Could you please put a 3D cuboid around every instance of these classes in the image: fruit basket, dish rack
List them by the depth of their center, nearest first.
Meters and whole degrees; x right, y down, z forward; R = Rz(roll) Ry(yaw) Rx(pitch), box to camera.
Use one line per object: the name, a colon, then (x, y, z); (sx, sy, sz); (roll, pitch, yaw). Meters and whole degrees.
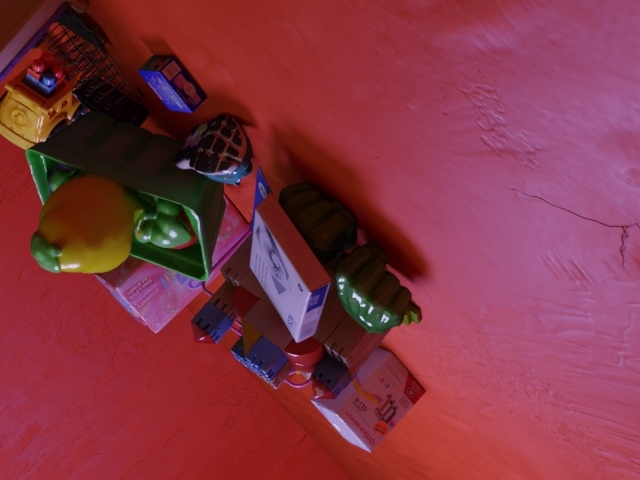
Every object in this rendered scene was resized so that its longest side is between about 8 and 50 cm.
fruit basket: (-0.388, -0.039, 1.873); (0.392, 0.392, 0.283); (38, 153, 24)
dish rack: (-0.449, -0.339, 1.954); (0.208, 0.074, 0.271); (33, 161, 35)

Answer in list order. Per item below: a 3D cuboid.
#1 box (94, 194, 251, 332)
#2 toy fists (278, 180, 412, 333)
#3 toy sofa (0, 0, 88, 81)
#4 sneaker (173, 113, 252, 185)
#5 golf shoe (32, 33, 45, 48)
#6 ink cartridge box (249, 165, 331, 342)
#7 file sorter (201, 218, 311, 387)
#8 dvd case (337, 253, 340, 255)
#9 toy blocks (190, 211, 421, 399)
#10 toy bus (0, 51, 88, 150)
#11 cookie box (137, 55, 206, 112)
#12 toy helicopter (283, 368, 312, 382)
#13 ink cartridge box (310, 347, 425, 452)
box: (-0.304, 0.031, 2.130); (0.142, 0.300, 0.154); (54, 162, -27)
toy fists: (0.036, 0.023, 1.584); (0.279, 0.096, 0.142); (51, 173, 15)
toy sofa: (-0.575, -0.324, 1.758); (0.150, 0.362, 0.177); (38, 175, 24)
sneaker: (-0.160, -0.146, 1.715); (0.110, 0.107, 0.275); (29, 176, -20)
golf shoe: (-0.672, -0.484, 2.179); (0.176, 0.069, 0.086); (50, 170, -17)
ink cartridge box: (-0.068, 0.027, 1.605); (0.224, 0.045, 0.223); (57, 161, 20)
file sorter: (-0.088, 0.143, 2.089); (0.202, 0.182, 0.290); (33, 161, 37)
dvd case: (0.000, 0.000, 1.793); (0.087, 0.013, 0.119); (44, 166, 1)
toy blocks: (-0.053, 0.135, 1.765); (0.381, 0.261, 0.191); (33, 163, 22)
toy bus: (-0.596, -0.333, 2.211); (0.149, 0.220, 0.211); (32, 134, 1)
cookie box: (-0.249, -0.262, 1.688); (0.092, 0.040, 0.107); (52, 163, -27)
toy helicopter: (0.031, 0.330, 2.386); (0.235, 0.140, 0.355); (48, 163, -22)
ink cartridge box: (0.097, 0.325, 2.100); (0.128, 0.176, 0.127); (50, 165, -20)
